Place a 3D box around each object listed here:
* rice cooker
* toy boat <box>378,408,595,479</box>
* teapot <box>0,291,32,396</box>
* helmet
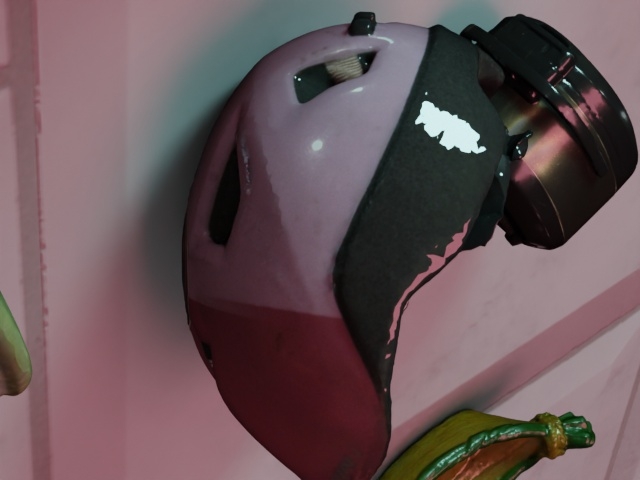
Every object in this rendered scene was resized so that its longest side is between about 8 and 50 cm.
[{"bbox_3d":[0.124,-0.062,0.926,0.106,0.112,0.165,-47,148,3],"label":"rice cooker"},{"bbox_3d":[0.108,0.194,1.180,0.229,0.088,0.089,-40,145,-20],"label":"toy boat"},{"bbox_3d":[-0.207,0.090,0.525,0.239,0.239,0.322,-43,147,-20],"label":"teapot"},{"bbox_3d":[0.000,0.000,0.792,0.253,0.154,0.198,-58,-172,25],"label":"helmet"}]
